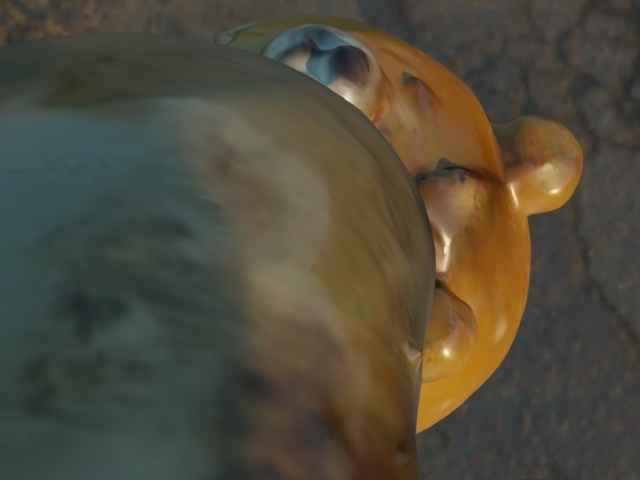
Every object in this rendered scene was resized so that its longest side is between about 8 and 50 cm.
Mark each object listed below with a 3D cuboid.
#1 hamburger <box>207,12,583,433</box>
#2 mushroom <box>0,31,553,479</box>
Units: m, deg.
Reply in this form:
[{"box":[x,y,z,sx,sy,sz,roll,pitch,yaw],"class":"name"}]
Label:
[{"box":[0.000,0.000,1.051,0.237,0.276,0.276,-15,28,44],"class":"hamburger"},{"box":[-0.026,0.132,0.457,0.294,0.362,0.362,2,46,1],"class":"mushroom"}]
